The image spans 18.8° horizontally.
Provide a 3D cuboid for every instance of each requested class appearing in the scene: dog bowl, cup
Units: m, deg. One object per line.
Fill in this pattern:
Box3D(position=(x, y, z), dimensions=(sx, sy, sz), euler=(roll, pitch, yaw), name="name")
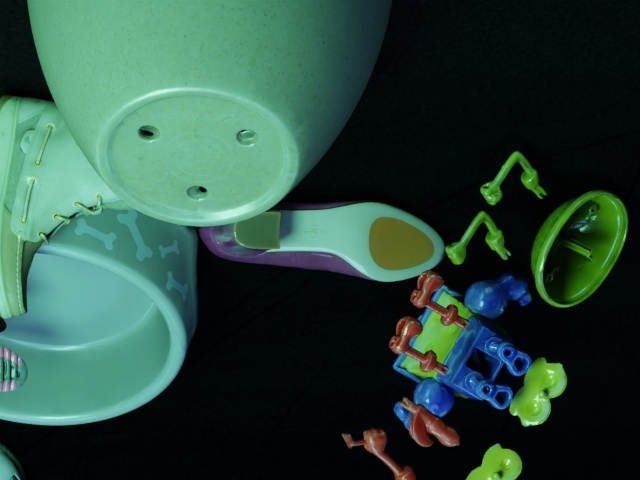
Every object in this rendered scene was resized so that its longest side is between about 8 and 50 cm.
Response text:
Box3D(position=(-0.289, 0.066, 2.017), dimensions=(0.348, 0.102, 0.349), euler=(0, 139, 0), name="dog bowl")
Box3D(position=(-0.101, -0.153, 1.658), dimensions=(0.331, 0.237, 0.331), euler=(1, 139, 1), name="cup")

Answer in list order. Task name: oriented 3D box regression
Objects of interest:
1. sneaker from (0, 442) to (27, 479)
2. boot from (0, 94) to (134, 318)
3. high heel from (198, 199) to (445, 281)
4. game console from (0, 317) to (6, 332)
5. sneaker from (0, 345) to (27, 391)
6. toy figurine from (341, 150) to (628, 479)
Box3D(position=(-0.403, 0.349, 2.314), dimensions=(0.122, 0.146, 0.330), euler=(-15, 135, 19), name="sneaker")
Box3D(position=(-0.232, -0.029, 1.842), dimensions=(0.165, 0.213, 0.077), euler=(3, 174, -6), name="boot")
Box3D(position=(0.000, 0.000, 1.979), dimensions=(0.244, 0.082, 0.117), euler=(0, -179, -23), name="high heel")
Box3D(position=(-0.401, 0.089, 1.908), dimensions=(0.144, 0.124, 0.085), euler=(-11, 111, 13), name="game console")
Box3D(position=(-0.360, 0.127, 1.986), dimensions=(0.119, 0.047, 0.057), euler=(12, 173, -27), name="sneaker")
Box3D(position=(0.139, 0.077, 2.001), dimensions=(0.191, 0.217, 0.362), euler=(28, 89, -21), name="toy figurine")
